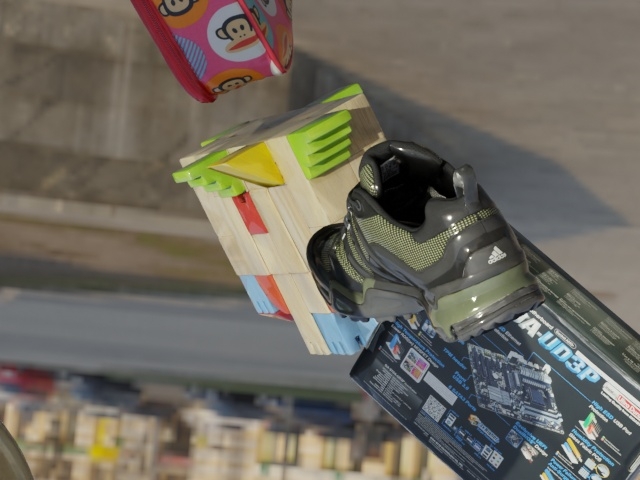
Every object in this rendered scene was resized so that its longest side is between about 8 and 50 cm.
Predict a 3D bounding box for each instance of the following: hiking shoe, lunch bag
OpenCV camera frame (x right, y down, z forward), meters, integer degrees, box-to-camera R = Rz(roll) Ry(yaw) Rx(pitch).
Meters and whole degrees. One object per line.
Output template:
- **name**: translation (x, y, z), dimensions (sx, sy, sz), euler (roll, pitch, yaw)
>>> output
- **hiking shoe**: translation (0.054, -0.011, 1.071), dimensions (0.086, 0.114, 0.227), euler (-22, -166, -25)
- **lunch bag**: translation (-0.125, -0.304, 1.707), dimensions (0.120, 0.293, 0.258), euler (-20, 128, 13)

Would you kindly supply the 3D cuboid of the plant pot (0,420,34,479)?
- **plant pot**: translation (-0.245, 0.155, 0.844), dimensions (0.191, 0.284, 0.284), euler (-22, 158, 35)

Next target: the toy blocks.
- **toy blocks**: translation (0.000, 0.000, 1.802), dimensions (0.191, 0.261, 0.381), euler (-31, -169, -23)

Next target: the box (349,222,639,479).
- **box**: translation (0.143, 0.103, 1.271), dimensions (0.220, 0.175, 0.051), euler (41, -142, 18)
